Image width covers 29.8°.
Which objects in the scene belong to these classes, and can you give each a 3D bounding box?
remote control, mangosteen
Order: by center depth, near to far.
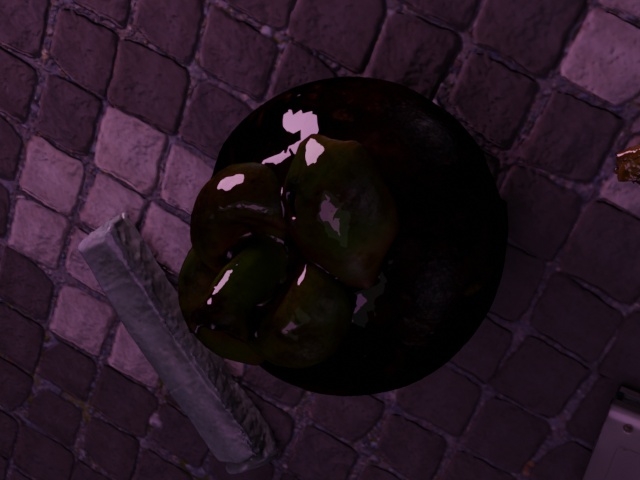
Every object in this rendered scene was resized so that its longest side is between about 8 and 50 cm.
[{"bbox_3d":[0.017,0.001,1.069,0.311,0.311,0.311,11,119,21],"label":"mangosteen"},{"bbox_3d":[0.305,0.281,1.223,0.103,0.055,0.277,21,121,15],"label":"remote control"}]

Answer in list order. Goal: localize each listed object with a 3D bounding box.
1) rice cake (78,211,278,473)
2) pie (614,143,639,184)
[{"bbox_3d":[-0.158,0.124,1.365,0.066,0.063,0.336,-24,102,33],"label":"rice cake"},{"bbox_3d":[0.337,-0.083,1.035,0.170,0.034,0.092,-33,96,29],"label":"pie"}]
